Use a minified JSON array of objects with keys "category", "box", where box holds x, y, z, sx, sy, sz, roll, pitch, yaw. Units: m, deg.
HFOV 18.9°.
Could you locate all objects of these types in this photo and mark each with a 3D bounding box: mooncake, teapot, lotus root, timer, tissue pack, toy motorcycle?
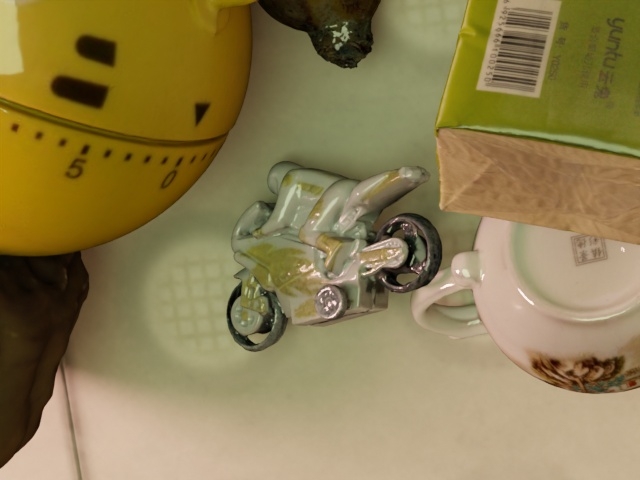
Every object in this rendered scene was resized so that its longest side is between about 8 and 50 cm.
[{"category":"mooncake","box":[-0.348,0.043,1.527,0.324,0.324,0.187,28,111,9]},{"category":"teapot","box":[0.210,0.022,1.489,0.298,0.139,0.204,-6,70,18]},{"category":"lotus root","box":[-0.007,-0.235,1.513,0.120,0.120,0.209,-19,95,16]},{"category":"timer","box":[-0.208,-0.193,1.443,0.376,0.376,0.387,28,110,9]},{"category":"tissue pack","box":[0.208,-0.154,1.390,0.200,0.167,0.274,11,68,11]},{"category":"toy motorcycle","box":[0.000,0.000,1.549,0.229,0.074,0.151,-24,70,38]}]
